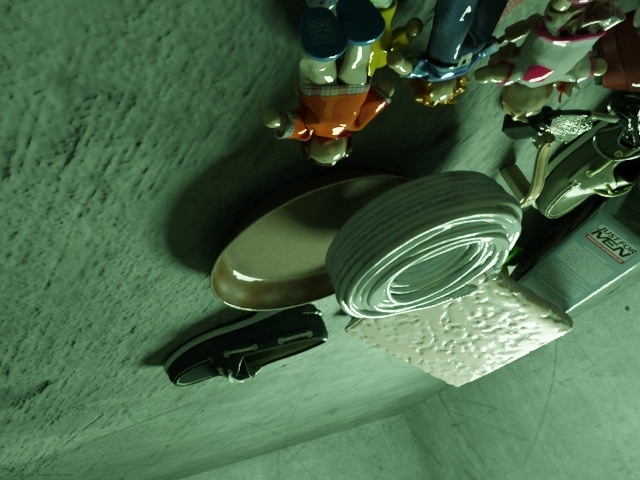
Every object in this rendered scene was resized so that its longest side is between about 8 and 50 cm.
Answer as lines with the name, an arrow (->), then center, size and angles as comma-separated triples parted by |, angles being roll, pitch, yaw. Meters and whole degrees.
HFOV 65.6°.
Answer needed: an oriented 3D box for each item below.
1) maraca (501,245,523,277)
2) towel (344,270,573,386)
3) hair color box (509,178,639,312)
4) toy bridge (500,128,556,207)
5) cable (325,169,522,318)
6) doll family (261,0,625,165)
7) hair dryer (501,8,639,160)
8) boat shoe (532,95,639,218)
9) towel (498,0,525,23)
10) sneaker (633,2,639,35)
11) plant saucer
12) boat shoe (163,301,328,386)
maraca -> 0.342, 0.078, 1.025 | 0.186, 0.099, 0.127 | -48, 158, 21
towel -> 0.266, 0.160, 0.994 | 0.331, 0.054, 0.317 | 29, 131, -19
hair color box -> 0.504, 0.042, 1.000 | 0.185, 0.113, 0.375 | -39, 165, -35
toy bridge -> 0.290, -0.082, 0.729 | 0.026, 0.063, 0.188 | -15, 151, -16
cable -> 0.133, 0.011, 0.640 | 0.256, 0.089, 0.257 | -16, 152, -14
doll family -> 0.077, -0.145, 0.367 | 0.262, 0.119, 0.163 | -13, 162, -7
hair dryer -> 0.366, -0.174, 0.526 | 0.223, 0.080, 0.293 | 4, 169, -21
boat shoe -> 0.436, -0.122, 0.740 | 0.109, 0.091, 0.305 | -8, 149, -28
towel -> 0.181, -0.302, 0.278 | 0.329, 0.037, 0.237 | -38, 148, 22
sneaker -> 0.289, -0.237, 0.327 | 0.281, 0.106, 0.163 | -47, 143, -46
plant saucer -> 0.000, 0.000, 0.663 | 0.310, 0.050, 0.311 | -19, 152, -10
boat shoe -> -0.132, 0.194, 0.861 | 0.302, 0.091, 0.114 | -29, 153, 10
